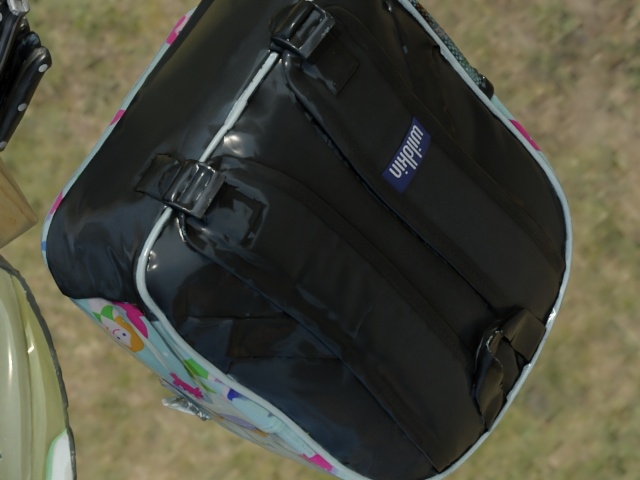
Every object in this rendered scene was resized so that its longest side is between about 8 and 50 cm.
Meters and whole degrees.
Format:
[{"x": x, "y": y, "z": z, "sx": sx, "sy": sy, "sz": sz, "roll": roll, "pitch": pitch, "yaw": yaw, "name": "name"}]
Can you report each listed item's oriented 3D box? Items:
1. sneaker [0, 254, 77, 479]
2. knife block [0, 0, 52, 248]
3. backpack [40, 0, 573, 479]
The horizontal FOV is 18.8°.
[{"x": -0.259, "y": 0.191, "z": 0.993, "sx": 0.158, "sy": 0.182, "sz": 0.410, "roll": 27, "pitch": 100, "yaw": 47, "name": "sneaker"}, {"x": -0.281, "y": -0.058, "z": 1.138, "sx": 0.088, "sy": 0.275, "sz": 0.242, "roll": 54, "pitch": 177, "yaw": 32, "name": "knife block"}, {"x": 0.000, "y": 0.000, "z": 0.995, "sx": 0.253, "sy": 0.225, "sz": 0.191, "roll": 40, "pitch": 164, "yaw": -29, "name": "backpack"}]
